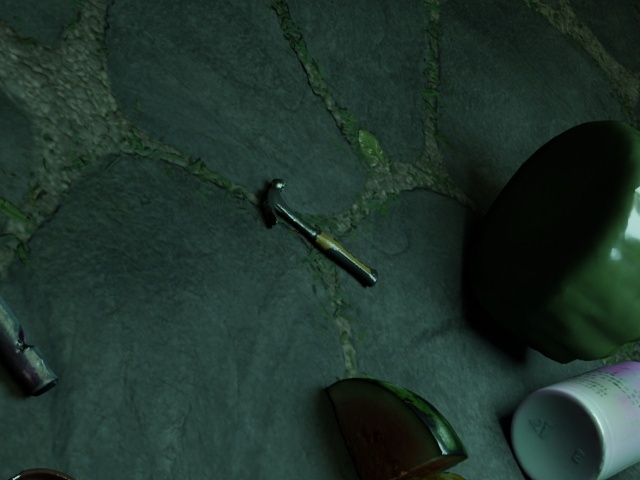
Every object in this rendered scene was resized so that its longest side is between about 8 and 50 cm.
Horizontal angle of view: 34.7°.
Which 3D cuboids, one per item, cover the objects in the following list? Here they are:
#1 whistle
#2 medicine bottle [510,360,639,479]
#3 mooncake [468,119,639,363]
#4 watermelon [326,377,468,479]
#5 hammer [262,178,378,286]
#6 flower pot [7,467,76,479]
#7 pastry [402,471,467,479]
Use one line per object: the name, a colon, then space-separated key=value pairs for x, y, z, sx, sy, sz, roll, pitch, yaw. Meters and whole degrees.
whistle: x=-0.318 y=0.076 z=1.003 sx=0.176 sy=0.033 sz=0.033 roll=54 pitch=38 yaw=1
medicine bottle: x=0.409 y=0.268 z=1.504 sx=0.254 sy=0.152 sz=0.152 roll=-5 pitch=65 yaw=-48
mooncake: x=0.400 y=0.006 z=1.541 sx=0.194 sy=0.356 sz=0.356 roll=33 pitch=42 yaw=-21
watermelon: x=0.113 y=0.239 z=1.262 sx=0.145 sy=0.137 sz=0.193 roll=2 pitch=18 yaw=-44
hammer: x=0.000 y=0.000 z=1.399 sx=0.201 sy=0.021 sz=0.078 roll=39 pitch=40 yaw=-15
flower pot: x=-0.254 y=0.261 z=0.876 sx=0.111 sy=0.089 sz=0.111 roll=27 pitch=45 yaw=-31
pastry: x=0.140 y=0.372 z=1.188 sx=0.229 sy=0.100 sz=0.218 roll=49 pitch=42 yaw=-13
